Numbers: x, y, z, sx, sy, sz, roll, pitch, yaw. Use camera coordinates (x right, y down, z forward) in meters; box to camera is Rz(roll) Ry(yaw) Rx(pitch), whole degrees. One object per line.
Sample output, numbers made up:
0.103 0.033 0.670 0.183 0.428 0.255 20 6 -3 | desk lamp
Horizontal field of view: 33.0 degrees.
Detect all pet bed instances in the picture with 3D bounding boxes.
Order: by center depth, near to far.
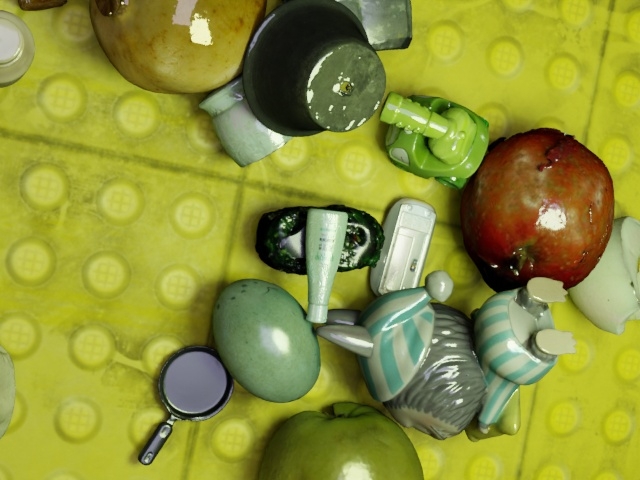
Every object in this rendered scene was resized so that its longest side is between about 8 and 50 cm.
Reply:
0.040 -0.401 1.869 0.210 0.183 0.159 -7 101 -16 | pet bed

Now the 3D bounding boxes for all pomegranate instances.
-0.223 -0.380 1.750 0.307 0.307 0.307 -1 94 -18 | pomegranate

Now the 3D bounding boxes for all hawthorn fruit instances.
0.391 -0.042 1.964 0.315 0.316 0.316 -1 94 -18 | hawthorn fruit

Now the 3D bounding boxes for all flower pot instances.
0.008 -0.258 1.712 0.235 0.148 0.235 -11 116 -24 | flower pot

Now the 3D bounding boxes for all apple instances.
0.044 0.432 1.906 0.295 0.233 0.258 -5 98 -18 | apple

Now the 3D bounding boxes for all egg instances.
-0.093 0.174 1.876 0.169 0.169 0.237 -32 105 -13 | egg
0.565 0.073 2.088 0.271 0.161 0.206 -10 77 -57 | egg

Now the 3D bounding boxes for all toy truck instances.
0.202 -0.189 1.913 0.187 0.210 0.148 23 84 13 | toy truck

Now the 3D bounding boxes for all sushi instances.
0.000 0.000 1.917 0.225 0.127 0.124 -1 95 -20 | sushi

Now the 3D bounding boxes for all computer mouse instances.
0.155 0.019 2.009 0.102 0.045 0.199 14 89 -19 | computer mouse

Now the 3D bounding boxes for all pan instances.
-0.250 0.293 1.908 0.136 0.028 0.235 38 79 -16 | pan

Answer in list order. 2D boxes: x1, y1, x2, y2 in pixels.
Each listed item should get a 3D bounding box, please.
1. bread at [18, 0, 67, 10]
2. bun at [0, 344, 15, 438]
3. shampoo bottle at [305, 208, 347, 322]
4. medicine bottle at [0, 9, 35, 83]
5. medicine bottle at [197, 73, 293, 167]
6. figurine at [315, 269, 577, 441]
-0.456 -0.408 1.765 0.085 0.085 0.053 -12 93 -17 | bread
-0.620 0.240 1.717 0.272 0.168 0.273 -4 103 -16 | bun
0.002 0.043 1.834 0.069 0.041 0.191 6 93 -15 | shampoo bottle
-0.500 -0.297 1.667 0.114 0.252 0.114 -2 95 -18 | medicine bottle
-0.117 -0.218 1.851 0.147 0.147 0.143 -35 102 -12 | medicine bottle
0.181 0.194 1.863 0.377 0.361 0.266 7 55 -21 | figurine
